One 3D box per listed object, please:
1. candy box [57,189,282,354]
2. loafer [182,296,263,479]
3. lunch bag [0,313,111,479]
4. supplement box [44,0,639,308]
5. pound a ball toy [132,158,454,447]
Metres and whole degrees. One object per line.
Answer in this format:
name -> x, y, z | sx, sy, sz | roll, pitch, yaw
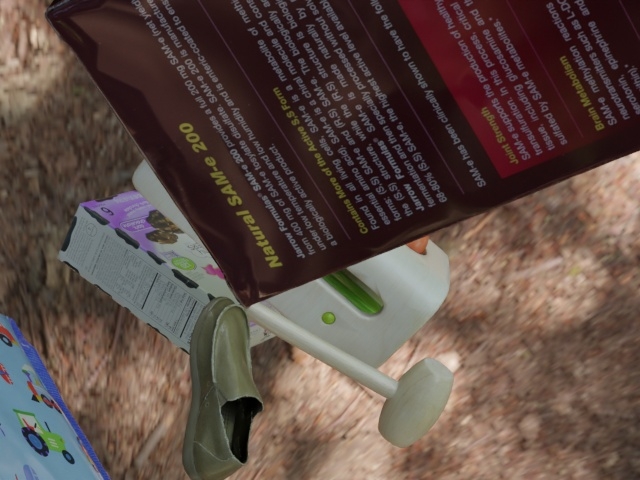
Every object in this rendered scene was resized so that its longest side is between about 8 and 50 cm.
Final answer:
candy box -> -0.130, 0.029, 1.679 | 0.196, 0.165, 0.070 | 34, 114, 20
loafer -> -0.069, 0.114, 1.294 | 0.050, 0.056, 0.148 | -7, 70, 31
lunch bag -> -0.236, 0.154, 1.134 | 0.293, 0.221, 0.138 | 40, 96, 35
supplement box -> 0.047, -0.082, 0.552 | 0.239, 0.073, 0.130 | -22, 115, 24
pound a ball toy -> 0.000, 0.000, 1.437 | 0.319, 0.208, 0.136 | 40, 107, -11
